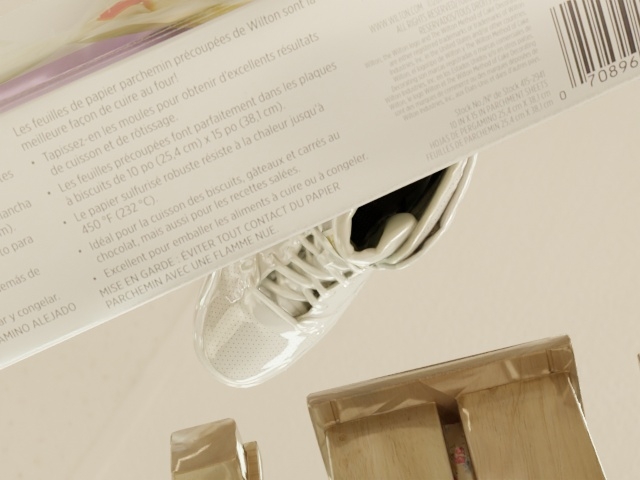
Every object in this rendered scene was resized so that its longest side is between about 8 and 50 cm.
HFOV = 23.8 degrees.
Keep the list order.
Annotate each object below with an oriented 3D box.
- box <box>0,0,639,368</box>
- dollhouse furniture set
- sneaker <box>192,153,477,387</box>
[{"bbox_3d":[-0.057,-0.023,0.372,0.324,0.067,0.063,-25,-149,-2],"label":"box"},{"bbox_3d":[0.119,0.203,0.675,0.355,0.174,0.303,-13,-148,4],"label":"dollhouse furniture set"},{"bbox_3d":[0.000,0.000,1.022,0.108,0.292,0.169,37,-165,-4],"label":"sneaker"}]
